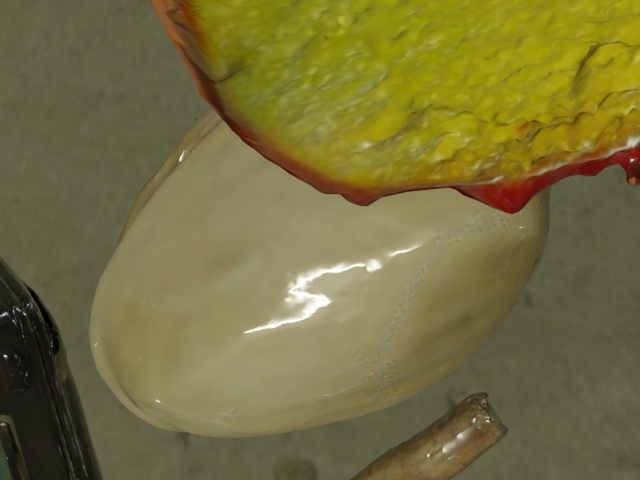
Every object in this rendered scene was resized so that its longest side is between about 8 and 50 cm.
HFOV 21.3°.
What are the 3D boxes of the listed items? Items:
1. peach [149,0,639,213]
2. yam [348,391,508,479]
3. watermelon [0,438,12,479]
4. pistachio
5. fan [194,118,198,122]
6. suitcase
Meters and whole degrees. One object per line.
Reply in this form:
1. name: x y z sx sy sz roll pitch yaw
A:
1. peach: 0.081 -0.197 0.585 0.335 0.310 0.406 -10 157 10
2. yam: 0.072 0.212 1.521 0.057 0.057 0.241 39 121 -19
3. watermelon: -0.285 0.168 1.318 0.128 0.146 0.231 18 126 -5
4. pistachio: 0.000 0.000 0.958 0.288 0.166 0.197 -25 100 7
5. fan: -0.082 -0.008 1.411 0.012 0.294 0.223 -10 72 -5
6. suitcase: -0.361 0.201 1.850 0.194 0.283 0.434 -24 123 -19
